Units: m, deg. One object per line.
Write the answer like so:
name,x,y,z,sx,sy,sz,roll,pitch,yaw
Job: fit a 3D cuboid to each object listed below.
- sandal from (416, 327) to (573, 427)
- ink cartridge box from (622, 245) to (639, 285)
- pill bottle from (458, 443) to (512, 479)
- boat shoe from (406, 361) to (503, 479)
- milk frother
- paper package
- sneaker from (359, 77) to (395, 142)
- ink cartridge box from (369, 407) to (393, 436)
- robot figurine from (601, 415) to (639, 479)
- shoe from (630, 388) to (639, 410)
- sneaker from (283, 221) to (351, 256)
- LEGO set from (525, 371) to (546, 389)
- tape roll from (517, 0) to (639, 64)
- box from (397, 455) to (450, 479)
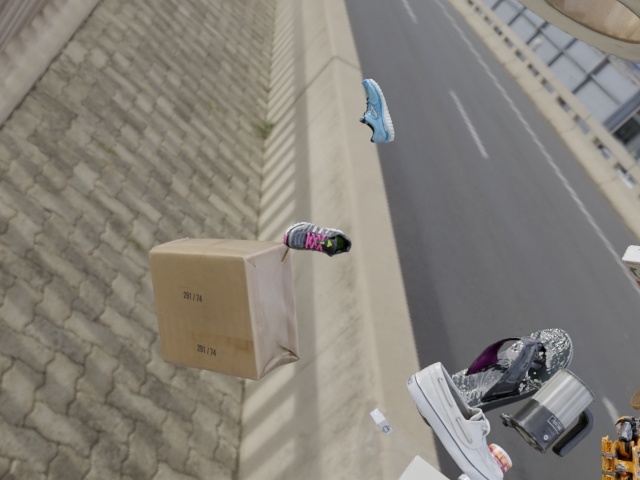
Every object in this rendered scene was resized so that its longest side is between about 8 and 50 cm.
sandal,0.452,0.340,1.851,0.167,0.446,0.107,56,-10,54
ink cartridge box,0.970,0.081,2.134,0.135,0.056,0.099,45,-20,-29
pill bottle,0.484,0.680,2.133,0.086,0.152,0.086,48,-18,21
boat shoe,0.275,0.351,1.368,0.267,0.088,0.096,55,17,8
milk frother,0.405,0.304,1.310,0.129,0.135,0.143,53,-10,-33
paper package,-0.232,0.156,1.733,0.168,0.325,0.309,-18,106,-54
sneaker,0.124,-0.308,1.722,0.063,0.073,0.162,3,70,-86
ink cartridge box,0.176,0.521,2.052,0.048,0.028,0.083,49,-8,51
robot figurine,0.742,0.523,1.746,0.291,0.085,0.210,7,82,-56
shoe,0.870,0.364,1.780,0.058,0.219,0.076,57,1,-6
sneaker,0.000,0.000,1.596,0.171,0.063,0.075,6,11,-35
LEGO set,0.417,0.280,1.360,0.054,0.023,0.083,18,16,-31
tape roll,0.424,-0.379,1.093,0.392,0.072,0.392,29,10,-5
box,0.279,0.589,1.527,0.275,0.113,0.094,36,54,14
